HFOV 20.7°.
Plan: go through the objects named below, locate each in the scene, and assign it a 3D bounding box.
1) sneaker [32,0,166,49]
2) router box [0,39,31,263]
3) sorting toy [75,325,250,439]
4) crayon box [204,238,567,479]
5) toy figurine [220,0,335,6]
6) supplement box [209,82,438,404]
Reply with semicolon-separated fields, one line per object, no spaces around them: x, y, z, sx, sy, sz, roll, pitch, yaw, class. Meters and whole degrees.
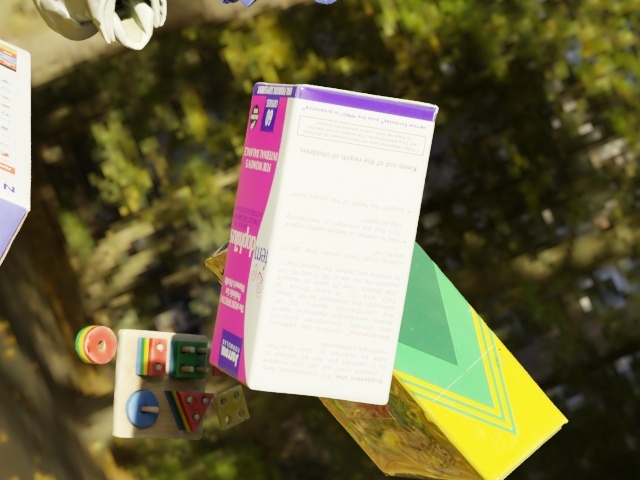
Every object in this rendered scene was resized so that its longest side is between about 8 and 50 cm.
-0.263;-0.277;2.074;0.169;0.108;0.292;62;-19;17;sneaker
-0.416;-0.132;1.498;0.335;0.082;0.301;23;25;-21;router box
-0.180;0.180;2.171;0.046;0.274;0.132;-2;-98;47;sorting toy
0.049;0.093;1.733;0.313;0.106;0.363;49;-14;-5;crayon box
-0.024;-0.296;1.367;0.217;0.191;0.362;54;-43;0;toy figurine
0.000;0.000;1.291;0.111;0.113;0.220;-165;-97;-70;supplement box
